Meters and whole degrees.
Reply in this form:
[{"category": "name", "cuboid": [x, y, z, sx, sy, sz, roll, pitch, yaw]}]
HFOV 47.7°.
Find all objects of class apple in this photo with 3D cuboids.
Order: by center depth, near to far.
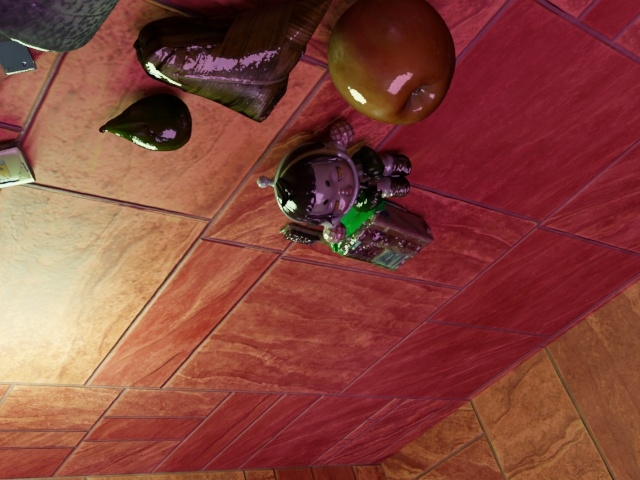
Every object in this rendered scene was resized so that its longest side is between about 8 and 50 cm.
[{"category": "apple", "cuboid": [0.138, -0.330, 1.354, 0.254, 0.253, 0.253, -13, 145, -9]}]

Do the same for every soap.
[{"category": "soap", "cuboid": [0.159, -0.009, 1.921, 0.273, 0.098, 0.218, 17, 129, -44]}]

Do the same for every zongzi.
[{"category": "zongzi", "cuboid": [-0.141, -0.361, 1.247, 0.286, 0.134, 0.288, 12, 136, -41]}]

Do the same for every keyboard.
[{"category": "keyboard", "cuboid": [-0.523, -0.345, 1.188, 0.055, 0.014, 0.176, -14, 146, -7]}]

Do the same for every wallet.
[{"category": "wallet", "cuboid": [-0.644, -0.135, 1.398, 0.155, 0.039, 0.110, -14, 147, -11]}]

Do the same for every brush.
[{"category": "brush", "cuboid": [0.000, 0.000, 1.915, 0.248, 0.036, 0.043, 15, 143, -41]}]

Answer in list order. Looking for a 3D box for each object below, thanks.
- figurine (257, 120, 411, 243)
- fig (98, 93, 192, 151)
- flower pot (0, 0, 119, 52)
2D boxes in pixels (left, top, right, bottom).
[{"category": "figurine", "cuboid": [0.044, -0.135, 1.646, 0.370, 0.167, 0.281, -9, 112, -32]}, {"category": "fig", "cuboid": [-0.335, -0.225, 1.377, 0.177, 0.117, 0.117, 1, 143, -5]}, {"category": "flower pot", "cuboid": [-0.316, -0.418, 0.956, 0.299, 0.299, 0.283, 16, 138, -41]}]
